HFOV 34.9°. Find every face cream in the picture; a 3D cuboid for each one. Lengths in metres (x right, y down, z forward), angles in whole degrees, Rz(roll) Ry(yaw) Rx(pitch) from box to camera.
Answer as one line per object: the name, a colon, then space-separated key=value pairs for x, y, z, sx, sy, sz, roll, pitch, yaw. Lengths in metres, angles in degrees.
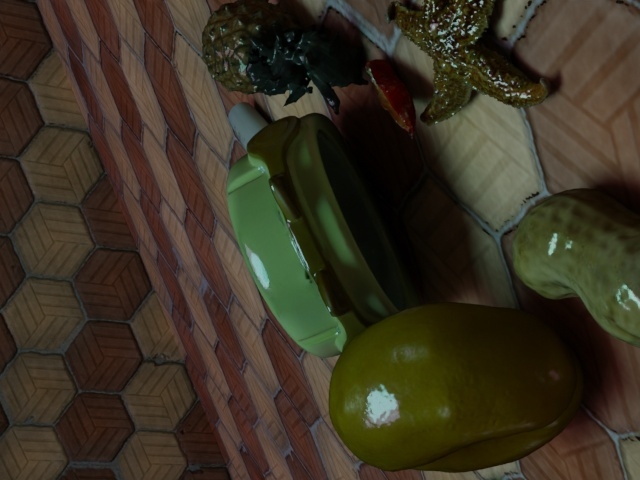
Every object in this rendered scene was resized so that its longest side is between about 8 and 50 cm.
face cream: x=-0.079 y=-0.132 z=1.513 sx=0.182 sy=0.051 sz=0.072 roll=55 pitch=158 yaw=32

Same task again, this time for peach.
peach: x=0.134 y=0.149 z=1.000 sx=0.251 sy=0.251 sz=0.153 roll=127 pitch=145 yaw=-70

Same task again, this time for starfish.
starfish: x=0.122 y=-0.184 z=0.909 sx=0.240 sy=0.043 sz=0.227 roll=43 pitch=153 yaw=43

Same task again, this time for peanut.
peanut: x=0.226 y=0.019 z=0.796 sx=0.229 sy=0.098 sz=0.103 roll=-142 pitch=59 yaw=-60

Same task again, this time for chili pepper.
chili pepper: x=0.076 y=-0.148 z=1.044 sx=0.178 sy=0.027 sz=0.045 roll=-109 pitch=-2 yaw=-60

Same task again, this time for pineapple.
pineapple: x=-0.045 y=-0.220 z=1.208 sx=0.248 sy=0.128 sz=0.128 roll=30 pitch=141 yaw=53

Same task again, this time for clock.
clock: x=0.000 y=0.000 z=1.139 sx=0.286 sy=0.117 sz=0.348 roll=65 pitch=-168 yaw=1
